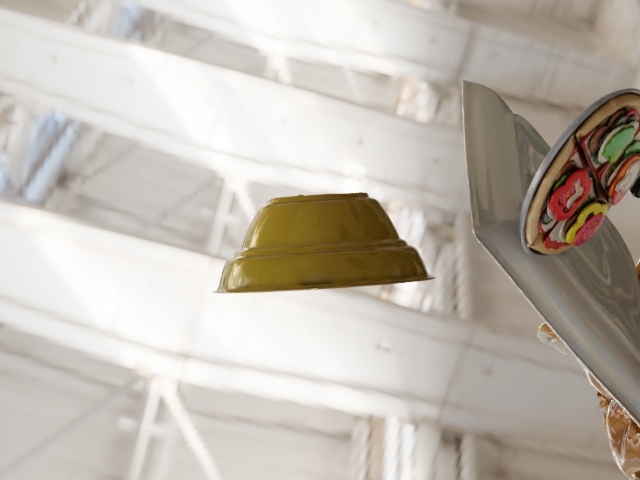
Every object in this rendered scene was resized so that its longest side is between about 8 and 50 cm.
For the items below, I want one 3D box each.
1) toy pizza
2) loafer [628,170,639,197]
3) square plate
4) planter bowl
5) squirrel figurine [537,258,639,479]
[{"bbox_3d":[0.277,-0.062,1.698,0.032,0.201,0.201,38,-151,29],"label":"toy pizza"},{"bbox_3d":[0.423,-0.143,2.020,0.080,0.220,0.078,-2,-126,-30],"label":"loafer"},{"bbox_3d":[0.282,0.005,1.921,0.344,0.049,0.347,47,-156,-25],"label":"square plate"},{"bbox_3d":[0.000,0.000,1.615,0.217,0.090,0.217,-4,180,0],"label":"planter bowl"},{"bbox_3d":[0.449,0.212,2.258,0.370,0.281,0.397,53,-178,-6],"label":"squirrel figurine"}]
